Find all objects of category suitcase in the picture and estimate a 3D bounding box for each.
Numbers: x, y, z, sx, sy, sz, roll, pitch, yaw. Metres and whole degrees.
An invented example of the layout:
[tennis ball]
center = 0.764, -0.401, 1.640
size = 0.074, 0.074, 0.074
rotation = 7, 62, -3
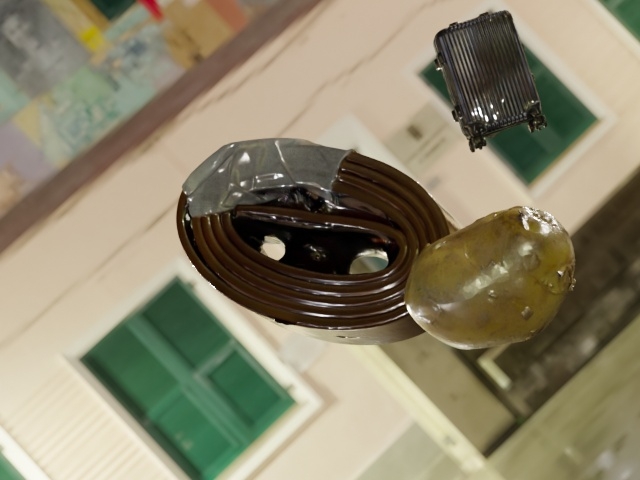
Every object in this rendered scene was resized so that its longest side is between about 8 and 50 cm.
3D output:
[suitcase]
center = 0.163, -0.156, 1.414
size = 0.086, 0.126, 0.059
rotation = -18, -2, -2

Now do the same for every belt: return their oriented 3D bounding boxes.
[belt]
center = 0.000, 0.000, 1.689
size = 0.122, 0.339, 0.217
rotation = 35, -110, -68

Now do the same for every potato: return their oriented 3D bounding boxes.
[potato]
center = 0.170, 0.041, 1.460
size = 0.176, 0.137, 0.137
rotation = -23, -3, 3
